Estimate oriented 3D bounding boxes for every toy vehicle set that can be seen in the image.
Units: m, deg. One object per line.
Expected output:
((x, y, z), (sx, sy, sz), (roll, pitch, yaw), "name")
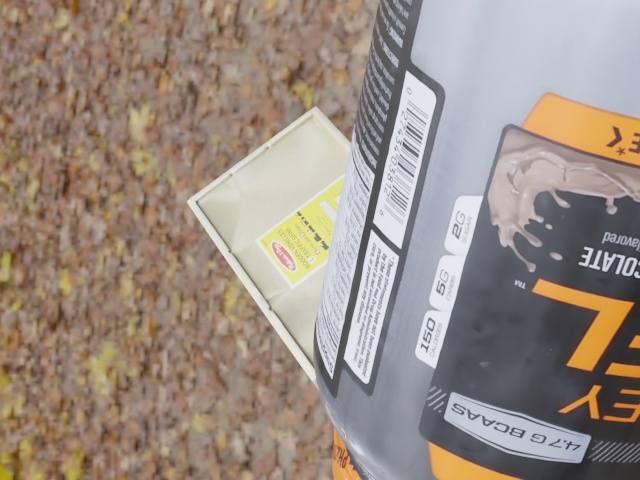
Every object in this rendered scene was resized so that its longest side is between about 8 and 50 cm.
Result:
((0.000, 0.000, 0.998), (0.166, 0.035, 0.267), (-36, 51, -3), "toy vehicle set")

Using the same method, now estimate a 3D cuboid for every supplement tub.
((0.111, -0.012, 0.464), (0.207, 0.207, 0.338), (51, 140, 45), "supplement tub")
